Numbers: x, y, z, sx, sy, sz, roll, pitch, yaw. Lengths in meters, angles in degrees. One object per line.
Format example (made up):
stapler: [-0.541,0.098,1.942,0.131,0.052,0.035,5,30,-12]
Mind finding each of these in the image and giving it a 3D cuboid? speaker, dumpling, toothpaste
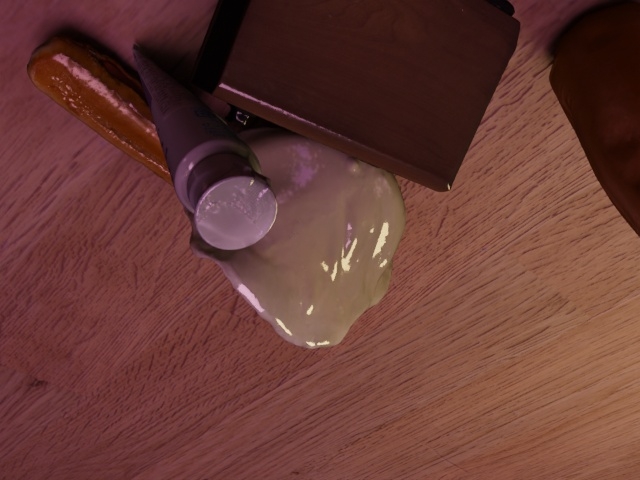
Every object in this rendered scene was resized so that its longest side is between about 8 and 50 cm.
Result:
speaker: [0.027,-0.167,0.602,0.231,0.153,0.192,19,100,-23]
dumpling: [0.000,0.000,0.757,0.318,0.243,0.187,24,137,-33]
toothpaste: [-0.116,-0.097,0.621,0.073,0.299,0.114,-42,128,6]

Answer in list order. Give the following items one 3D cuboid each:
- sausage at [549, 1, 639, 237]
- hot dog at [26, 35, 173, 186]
sausage: [0.309,-0.086,0.595,0.134,0.354,0.116,-14,135,10]
hot dog: [-0.194,-0.121,0.752,0.088,0.061,0.286,-22,135,24]
